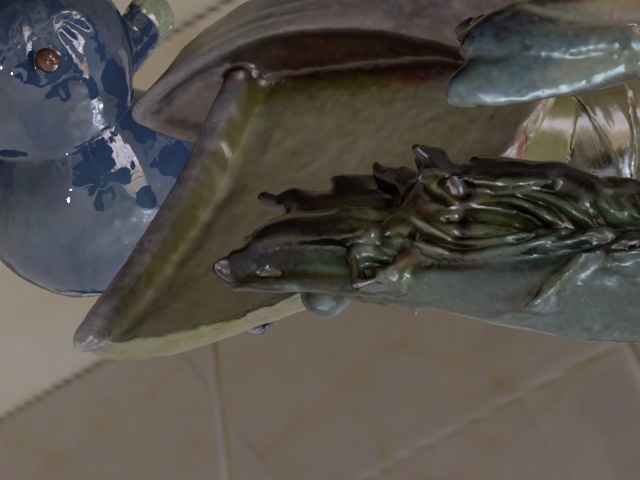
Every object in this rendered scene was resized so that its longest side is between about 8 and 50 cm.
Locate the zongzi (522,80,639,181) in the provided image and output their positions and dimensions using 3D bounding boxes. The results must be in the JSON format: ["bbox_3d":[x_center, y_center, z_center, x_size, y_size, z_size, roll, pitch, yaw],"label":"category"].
[{"bbox_3d":[0.166,-0.084,1.589,0.300,0.274,0.145,-9,86,-24],"label":"zongzi"}]

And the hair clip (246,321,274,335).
[{"bbox_3d":[0.000,-0.007,1.239,0.146,0.187,0.056,20,129,27],"label":"hair clip"}]

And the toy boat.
[{"bbox_3d":[0.009,-0.049,1.114,0.276,0.293,0.111,-15,130,13],"label":"toy boat"}]

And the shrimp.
[{"bbox_3d":[0.101,-0.026,0.735,0.289,0.075,0.178,7,134,11],"label":"shrimp"}]

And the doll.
[{"bbox_3d":[-0.190,-0.083,1.450,0.228,0.154,0.258,-31,125,-15],"label":"doll"}]
